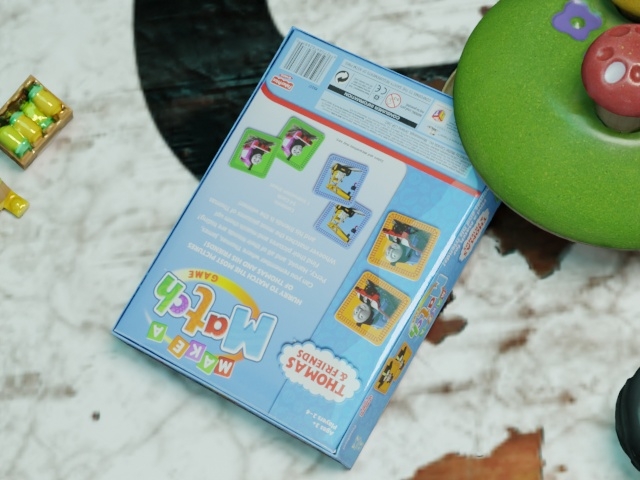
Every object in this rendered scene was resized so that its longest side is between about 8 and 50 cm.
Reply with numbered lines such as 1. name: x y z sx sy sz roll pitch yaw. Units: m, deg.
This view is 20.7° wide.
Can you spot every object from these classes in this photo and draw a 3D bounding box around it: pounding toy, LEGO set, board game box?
1. pounding toy: 0.191 -0.105 0.932 0.236 0.110 0.183 -16 62 -10
2. LEGO set: -0.285 -0.015 1.054 0.287 0.107 0.132 -21 63 5
3. board game box: 0.000 0.000 1.000 0.160 0.039 0.211 27 80 24

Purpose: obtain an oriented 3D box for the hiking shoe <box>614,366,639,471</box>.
1. hiking shoe: 0.293 0.067 0.846 0.304 0.132 0.113 -4 66 14

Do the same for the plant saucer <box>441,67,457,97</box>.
1. plant saucer: 0.111 -0.075 1.025 0.083 0.015 0.083 -5 66 12
